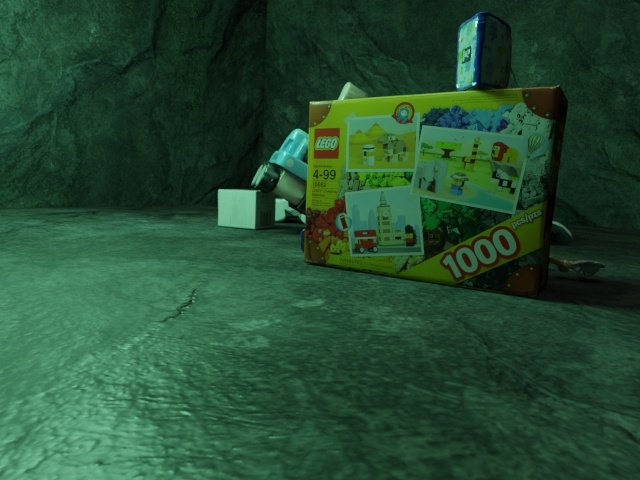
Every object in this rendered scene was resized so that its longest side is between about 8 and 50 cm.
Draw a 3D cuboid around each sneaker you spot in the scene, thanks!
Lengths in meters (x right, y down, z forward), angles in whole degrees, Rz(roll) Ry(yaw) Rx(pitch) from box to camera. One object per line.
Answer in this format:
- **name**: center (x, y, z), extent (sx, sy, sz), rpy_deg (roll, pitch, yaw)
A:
- **sneaker**: center (0.811, -0.024, 1.726), extent (0.226, 0.086, 0.163), rpy_deg (33, 45, 18)
- **sneaker**: center (-0.074, -0.153, 2.216), extent (0.366, 0.137, 0.210), rpy_deg (2, 9, 22)

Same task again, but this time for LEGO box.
- **LEGO box**: center (0.228, -0.111, 0.995), extent (0.501, 0.371, 0.193), rpy_deg (6, 8, 32)

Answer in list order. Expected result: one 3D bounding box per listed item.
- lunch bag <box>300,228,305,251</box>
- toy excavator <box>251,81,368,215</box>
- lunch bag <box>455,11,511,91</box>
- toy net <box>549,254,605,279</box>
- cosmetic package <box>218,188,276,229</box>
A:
- **lunch bag**: center (0.000, 0.000, 1.255), extent (0.099, 0.067, 0.065), rpy_deg (6, 8, 16)
- **toy excavator**: center (-0.035, -0.328, 1.644), extent (0.223, 0.444, 0.433), rpy_deg (28, 2, -17)
- **lunch bag**: center (0.308, -0.344, 0.876), extent (0.097, 0.128, 0.151), rpy_deg (4, 10, 23)
- **toy net**: center (0.511, 0.063, 1.052), extent (0.233, 0.045, 0.122), rpy_deg (7, -10, 13)
- **cosmetic package**: center (-0.296, -0.129, 1.869), extent (0.184, 0.151, 0.151), rpy_deg (6, 8, 26)
